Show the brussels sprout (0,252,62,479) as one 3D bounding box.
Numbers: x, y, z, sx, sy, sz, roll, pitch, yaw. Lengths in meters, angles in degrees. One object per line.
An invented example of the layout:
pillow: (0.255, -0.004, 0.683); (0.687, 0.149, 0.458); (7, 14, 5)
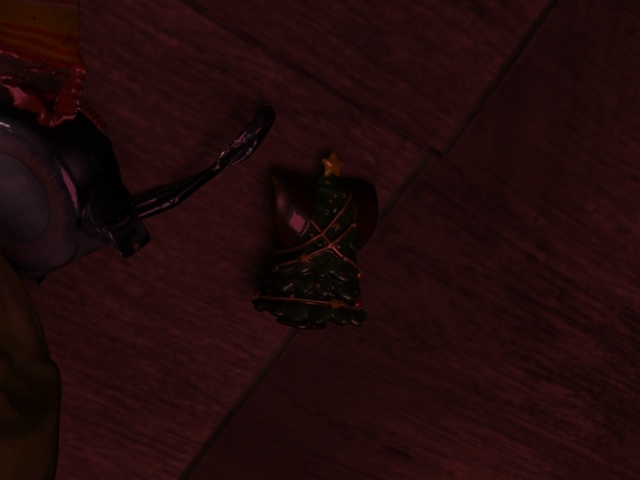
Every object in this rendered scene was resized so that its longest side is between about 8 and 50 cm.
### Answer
brussels sprout: (-0.272, 0.054, 0.558); (0.268, 0.344, 0.344); (-49, 136, -44)

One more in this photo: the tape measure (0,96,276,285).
tape measure: (-0.123, -0.054, 0.705); (0.180, 0.104, 0.107); (-37, 104, -38)

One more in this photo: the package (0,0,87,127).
package: (-0.185, -0.208, 0.547); (0.223, 0.108, 0.288); (10, 105, -32)

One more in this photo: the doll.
doll: (0.004, 0.007, 0.758); (0.078, 0.077, 0.113); (5, 115, -29)
